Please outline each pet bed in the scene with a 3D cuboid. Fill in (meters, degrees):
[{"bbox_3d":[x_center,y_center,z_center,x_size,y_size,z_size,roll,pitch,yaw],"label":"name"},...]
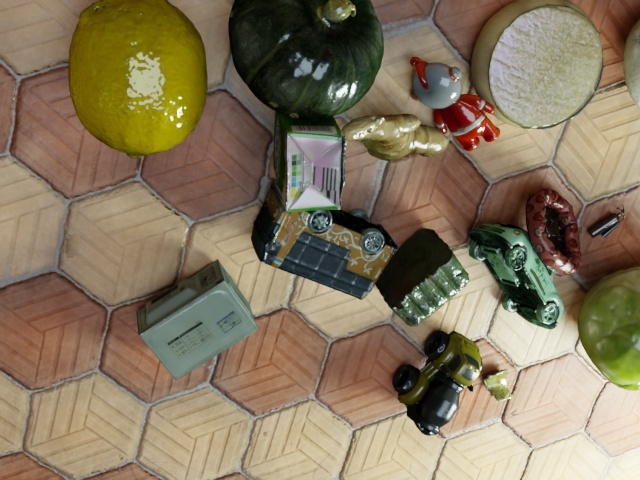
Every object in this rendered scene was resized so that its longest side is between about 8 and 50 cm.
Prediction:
[{"bbox_3d":[0.512,-0.020,1.884,0.053,0.201,0.201,-22,124,39],"label":"pet bed"}]

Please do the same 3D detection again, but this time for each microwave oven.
[{"bbox_3d":[-0.260,0.162,1.795,0.208,0.122,0.162,-32,116,0],"label":"microwave oven"}]

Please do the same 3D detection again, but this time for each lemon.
[{"bbox_3d":[-0.323,-0.299,1.519,0.245,0.245,0.320,0,111,-14],"label":"lemon"}]

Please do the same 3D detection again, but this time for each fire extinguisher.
[{"bbox_3d":[0.674,-0.036,1.993,0.100,0.032,0.046,-35,105,9],"label":"fire extinguisher"}]

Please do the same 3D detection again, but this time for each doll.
[{"bbox_3d":[0.263,-0.284,1.750,0.142,0.076,0.245,-25,117,43],"label":"doll"}]

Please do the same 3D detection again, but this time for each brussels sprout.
[{"bbox_3d":[0.738,0.198,1.991,0.273,0.242,0.317,6,107,-23],"label":"brussels sprout"}]

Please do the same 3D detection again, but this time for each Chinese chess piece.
[{"bbox_3d":[0.443,-0.362,1.754,0.269,0.112,0.270,-5,113,-11],"label":"Chinese chess piece"}]

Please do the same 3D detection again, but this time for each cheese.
[{"bbox_3d":[0.434,0.356,2.094,0.060,0.041,0.084,-21,101,-12],"label":"cheese"}]

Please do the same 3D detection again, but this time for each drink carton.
[{"bbox_3d":[-0.026,-0.163,1.633,0.108,0.271,0.161,0,113,-8],"label":"drink carton"}]

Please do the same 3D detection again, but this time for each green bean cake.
[{"bbox_3d":[0.218,0.081,1.851,0.181,0.173,0.094,-42,117,5],"label":"green bean cake"}]

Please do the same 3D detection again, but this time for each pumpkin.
[{"bbox_3d":[-0.020,-0.365,1.545,0.300,0.207,0.300,13,64,-29],"label":"pumpkin"}]

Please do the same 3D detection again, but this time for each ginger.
[{"bbox_3d":[0.138,-0.208,1.703,0.147,0.333,0.081,-3,85,28],"label":"ginger"}]

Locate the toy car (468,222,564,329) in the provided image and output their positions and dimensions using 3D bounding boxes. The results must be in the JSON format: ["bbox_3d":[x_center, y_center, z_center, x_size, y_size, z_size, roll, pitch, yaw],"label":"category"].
[{"bbox_3d":[0.456,0.067,1.932,0.125,0.136,0.306,-47,118,-16],"label":"toy car"}]

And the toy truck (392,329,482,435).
[{"bbox_3d":[0.286,0.331,1.978,0.147,0.165,0.224,35,100,-23],"label":"toy truck"}]

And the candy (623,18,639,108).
[{"bbox_3d":[0.770,-0.376,1.791,0.295,0.185,0.296,-5,108,-15],"label":"candy"}]

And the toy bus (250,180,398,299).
[{"bbox_3d":[0.000,0.000,1.785,0.275,0.138,0.167,23,107,-24],"label":"toy bus"}]
